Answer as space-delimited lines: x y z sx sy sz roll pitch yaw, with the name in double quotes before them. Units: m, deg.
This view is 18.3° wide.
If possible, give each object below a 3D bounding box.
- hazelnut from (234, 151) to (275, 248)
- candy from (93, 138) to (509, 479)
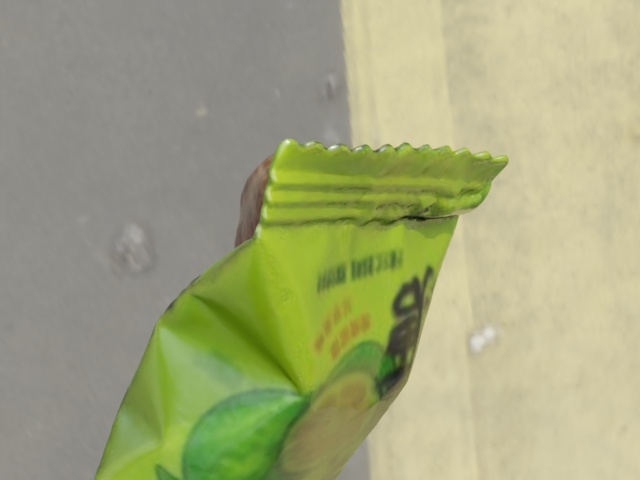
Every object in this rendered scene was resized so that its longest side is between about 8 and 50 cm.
"hazelnut" 0.000 0.000 0.838 0.086 0.086 0.086 -4 63 7
"candy" -0.024 0.059 0.746 0.069 0.149 0.246 43 118 20
